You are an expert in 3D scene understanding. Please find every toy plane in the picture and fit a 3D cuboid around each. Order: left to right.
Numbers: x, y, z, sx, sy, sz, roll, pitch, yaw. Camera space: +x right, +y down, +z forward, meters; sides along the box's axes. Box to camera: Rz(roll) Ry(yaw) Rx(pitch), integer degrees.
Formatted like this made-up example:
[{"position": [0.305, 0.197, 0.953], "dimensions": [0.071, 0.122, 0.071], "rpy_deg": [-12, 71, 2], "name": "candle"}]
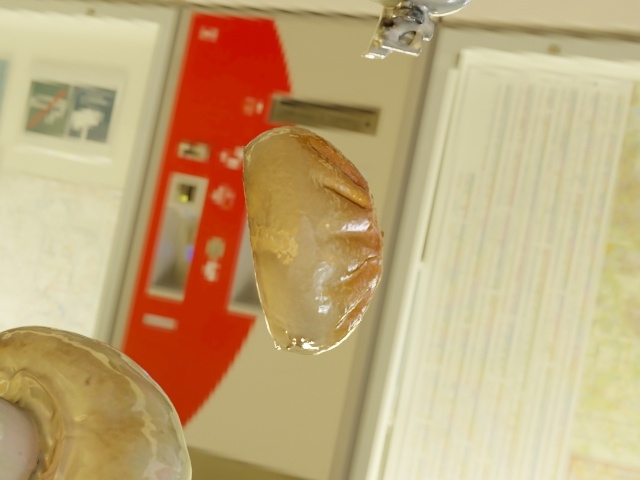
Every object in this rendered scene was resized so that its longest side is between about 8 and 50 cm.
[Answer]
[{"position": [0.099, -0.373, 1.917], "dimensions": [0.245, 0.244, 0.117], "rpy_deg": [12, 173, -11], "name": "toy plane"}]

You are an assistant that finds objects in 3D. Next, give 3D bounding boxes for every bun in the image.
[{"position": [0.000, 0.000, 1.767], "dimensions": [0.165, 0.298, 0.299], "rpy_deg": [-9, 175, 4], "name": "bun"}]

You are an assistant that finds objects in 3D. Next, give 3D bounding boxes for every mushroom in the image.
[{"position": [-0.327, 0.244, 1.457], "dimensions": [0.353, 0.353, 0.325], "rpy_deg": [12, -152, -4], "name": "mushroom"}]
